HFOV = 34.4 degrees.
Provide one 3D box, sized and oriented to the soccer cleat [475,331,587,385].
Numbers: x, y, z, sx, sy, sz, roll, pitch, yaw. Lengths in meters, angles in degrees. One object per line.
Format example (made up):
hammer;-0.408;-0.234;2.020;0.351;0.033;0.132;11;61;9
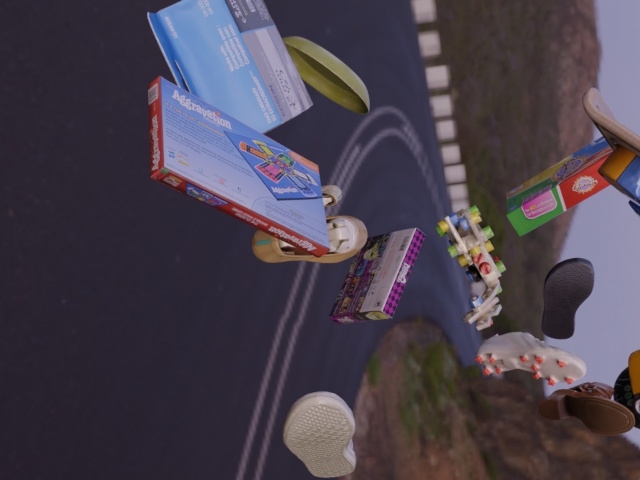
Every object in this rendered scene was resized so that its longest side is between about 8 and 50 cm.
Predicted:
soccer cleat;0.326;0.173;1.589;0.076;0.196;0.068;-47;121;-32

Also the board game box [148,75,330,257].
board game box;-0.099;-0.088;1.304;0.281;0.027;0.145;27;44;-40

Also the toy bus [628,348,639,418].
toy bus;0.676;0.355;1.905;0.130;0.108;0.333;-36;-120;50

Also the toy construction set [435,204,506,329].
toy construction set;0.396;0.055;2.629;0.215;0.151;0.328;-106;179;-73

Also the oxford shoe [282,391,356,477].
oxford shoe;0.002;0.427;2.389;0.449;0.169;0.130;75;9;-61

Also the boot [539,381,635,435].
boot;0.543;0.317;2.018;0.152;0.197;0.073;-11;104;-49

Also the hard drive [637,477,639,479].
hard drive;0.523;0.446;1.617;0.307;0.203;0.040;12;25;-49

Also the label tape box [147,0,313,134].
label tape box;-0.142;-0.295;1.733;0.249;0.115;0.348;65;15;-8

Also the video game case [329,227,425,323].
video game case;0.134;0.086;2.466;0.041;0.210;0.232;37;63;-26

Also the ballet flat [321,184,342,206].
ballet flat;-0.035;-0.092;2.329;0.052;0.168;0.057;-70;144;-55

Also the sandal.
sandal;0.513;0.114;2.185;0.255;0.097;0.055;95;10;-51

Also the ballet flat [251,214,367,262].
ballet flat;0.000;0.000;1.681;0.073;0.232;0.080;-15;-94;54

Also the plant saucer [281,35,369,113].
plant saucer;0.009;-0.343;2.104;0.037;0.241;0.241;-55;167;-4

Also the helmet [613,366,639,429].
helmet;0.711;0.331;2.213;0.161;0.169;0.170;131;-43;-65

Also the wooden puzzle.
wooden puzzle;0.508;-0.038;1.433;0.348;0.080;0.322;47;11;30

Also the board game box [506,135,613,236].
board game box;0.599;-0.142;2.489;0.064;0.316;0.242;56;16;-8
